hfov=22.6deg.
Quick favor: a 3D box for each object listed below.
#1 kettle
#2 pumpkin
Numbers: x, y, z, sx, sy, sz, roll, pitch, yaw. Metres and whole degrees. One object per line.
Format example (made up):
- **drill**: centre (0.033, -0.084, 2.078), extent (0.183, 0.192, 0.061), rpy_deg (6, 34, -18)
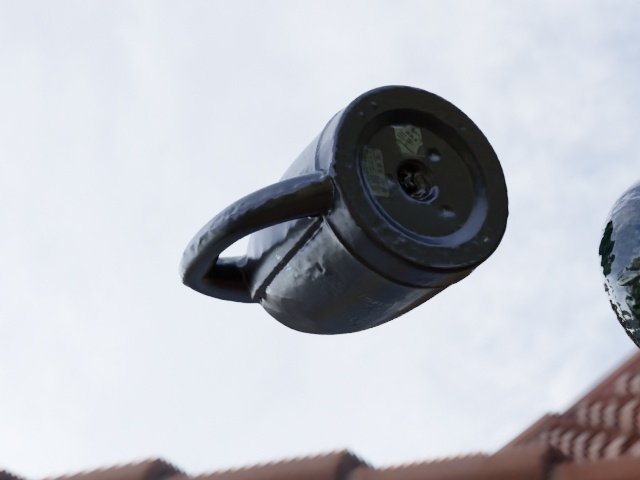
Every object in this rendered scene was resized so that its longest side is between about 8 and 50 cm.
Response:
- **kettle**: centre (0.000, 0.000, 1.803), extent (0.320, 0.228, 0.324), rpy_deg (-5, -22, -32)
- **pumpkin**: centre (0.359, 0.028, 1.531), extent (0.152, 0.212, 0.211), rpy_deg (-31, -36, 28)
